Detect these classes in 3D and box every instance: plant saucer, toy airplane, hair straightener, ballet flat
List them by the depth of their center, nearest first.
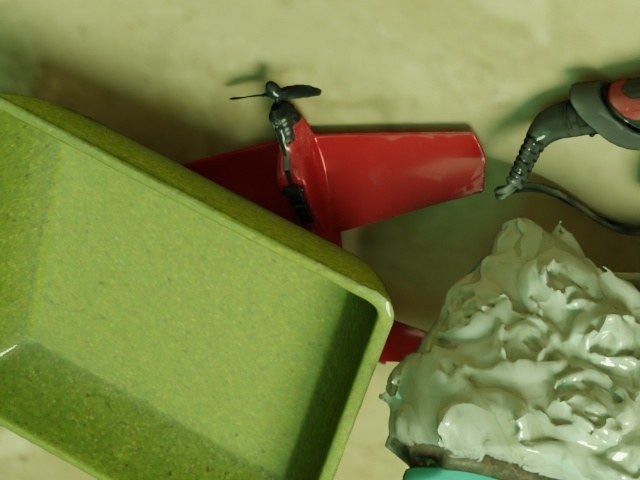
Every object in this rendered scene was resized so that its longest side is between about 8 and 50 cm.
[{"bbox_3d":[0.176,-0.029,0.680,0.230,0.047,0.089,-11,120,24],"label":"hair straightener"},{"bbox_3d":[0.227,0.096,0.701,0.409,0.147,0.147,21,128,1],"label":"ballet flat"},{"bbox_3d":[0.000,0.000,0.768,0.151,0.028,0.151,10,127,13],"label":"toy airplane"},{"bbox_3d":[-0.064,0.035,0.781,0.188,0.045,0.188,28,134,10],"label":"plant saucer"}]
